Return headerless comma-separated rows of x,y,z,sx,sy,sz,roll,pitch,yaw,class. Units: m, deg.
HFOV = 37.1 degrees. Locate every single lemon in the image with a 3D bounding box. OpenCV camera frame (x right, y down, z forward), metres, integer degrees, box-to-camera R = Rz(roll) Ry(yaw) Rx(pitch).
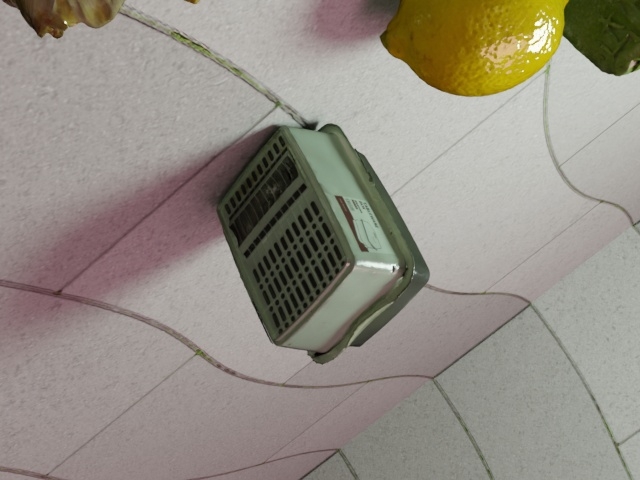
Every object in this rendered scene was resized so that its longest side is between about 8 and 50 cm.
0.193,-0.265,1.145,0.244,0.187,0.187,-16,154,-12,lemon

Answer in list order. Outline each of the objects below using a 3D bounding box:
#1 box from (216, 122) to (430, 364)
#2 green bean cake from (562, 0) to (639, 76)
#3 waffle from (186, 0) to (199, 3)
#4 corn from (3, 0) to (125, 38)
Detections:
0.000,0.000,1.280,0.166,0.290,0.220,12,132,-43,box
0.395,-0.345,1.238,0.113,0.214,0.200,-23,156,-43,green bean cake
-0.075,-0.298,0.866,0.194,0.051,0.149,-34,159,11,waffle
-0.196,-0.264,0.663,0.123,0.122,0.305,-27,159,-16,corn
